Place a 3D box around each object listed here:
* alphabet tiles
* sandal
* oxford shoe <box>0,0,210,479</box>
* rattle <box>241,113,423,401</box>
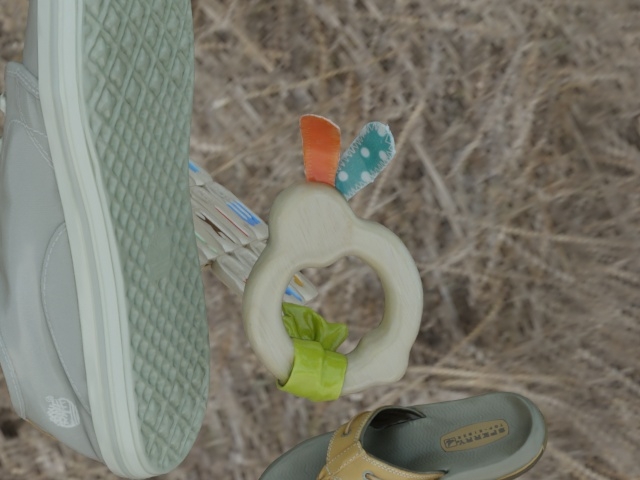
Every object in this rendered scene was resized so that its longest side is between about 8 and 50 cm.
[{"bbox_3d":[-0.123,-0.033,1.383,0.278,0.284,0.021,41,101,4],"label":"alphabet tiles"},{"bbox_3d":[0.041,0.123,0.976,0.180,0.049,0.072,-19,54,-2],"label":"sandal"},{"bbox_3d":[-0.161,-0.057,1.139,0.169,0.130,0.449,-31,123,-60],"label":"oxford shoe"},{"bbox_3d":[0.000,0.000,1.191,0.130,0.143,0.199,-9,103,4],"label":"rattle"}]
